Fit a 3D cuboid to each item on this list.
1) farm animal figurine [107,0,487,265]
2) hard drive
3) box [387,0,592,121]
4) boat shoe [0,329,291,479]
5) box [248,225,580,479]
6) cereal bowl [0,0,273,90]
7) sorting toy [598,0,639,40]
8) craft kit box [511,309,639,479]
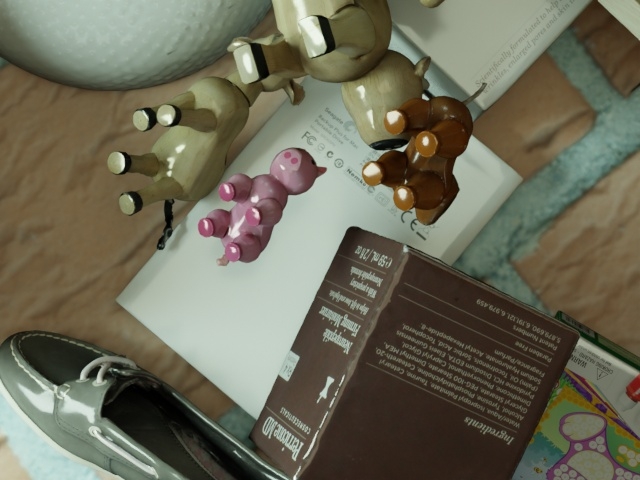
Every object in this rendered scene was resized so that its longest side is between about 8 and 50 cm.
[{"bbox_3d":[-0.004,-0.145,1.423,0.330,0.172,0.326,5,103,33],"label":"farm animal figurine"},{"bbox_3d":[0.000,0.000,1.547,0.203,0.040,0.307,40,85,1],"label":"hard drive"},{"bbox_3d":[0.128,-0.225,1.530,0.182,0.119,0.181,44,86,1],"label":"box"},{"bbox_3d":[-0.125,0.161,1.462,0.335,0.112,0.095,38,124,17],"label":"boat shoe"},{"bbox_3d":[0.072,0.118,1.445,0.167,0.168,0.203,26,88,-16],"label":"box"},{"bbox_3d":[-0.182,-0.299,1.513,0.339,0.141,0.339,0,87,-2],"label":"cereal bowl"},{"bbox_3d":[0.278,-0.297,1.481,0.257,0.089,0.255,43,42,1],"label":"sorting toy"},{"bbox_3d":[0.242,0.226,1.502,0.250,0.061,0.246,29,105,0],"label":"craft kit box"}]
